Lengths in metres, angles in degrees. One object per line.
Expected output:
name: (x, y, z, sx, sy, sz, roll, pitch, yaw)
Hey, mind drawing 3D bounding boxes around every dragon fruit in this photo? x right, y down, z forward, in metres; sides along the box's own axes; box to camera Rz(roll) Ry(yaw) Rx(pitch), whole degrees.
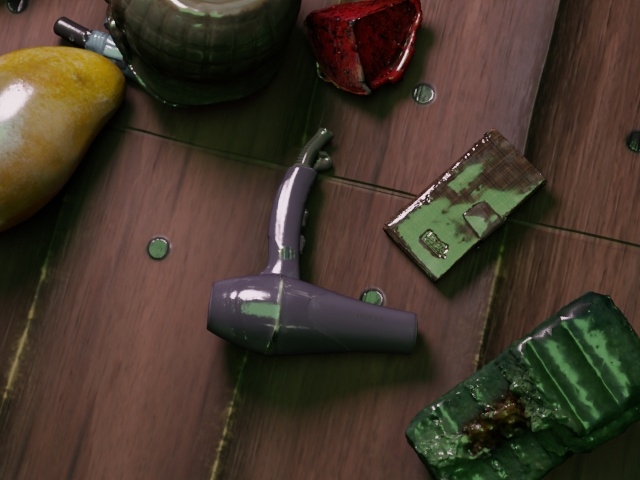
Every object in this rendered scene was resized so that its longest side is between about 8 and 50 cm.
dragon fruit: (0.073, -0.308, 1.856, 0.161, 0.121, 0.127, -27, 32, -28)

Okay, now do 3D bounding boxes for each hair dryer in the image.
hair dryer: (0.000, 0.000, 1.778, 0.301, 0.121, 0.361, 7, 72, -4)

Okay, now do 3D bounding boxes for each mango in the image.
mango: (-0.453, -0.154, 1.785, 0.384, 0.199, 0.221, -37, 71, -15)

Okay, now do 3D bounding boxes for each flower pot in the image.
flower pot: (-0.181, -0.359, 1.779, 0.301, 0.213, 0.302, 4, 62, -7)

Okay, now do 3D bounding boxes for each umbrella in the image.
umbrella: (-0.304, -0.282, 1.874, 0.250, 0.053, 0.052, 28, 81, 7)

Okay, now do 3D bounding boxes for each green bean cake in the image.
green bean cake: (0.275, 0.227, 1.599, 0.307, 0.300, 0.169, -31, 77, -5)

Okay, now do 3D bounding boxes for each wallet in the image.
wallet: (0.215, -0.053, 1.800, 0.230, 0.042, 0.124, -41, 75, -7)

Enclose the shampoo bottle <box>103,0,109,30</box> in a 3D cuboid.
shampoo bottle: (-0.290, -0.429, 1.903, 0.072, 0.072, 0.214, 14, 78, 6)
